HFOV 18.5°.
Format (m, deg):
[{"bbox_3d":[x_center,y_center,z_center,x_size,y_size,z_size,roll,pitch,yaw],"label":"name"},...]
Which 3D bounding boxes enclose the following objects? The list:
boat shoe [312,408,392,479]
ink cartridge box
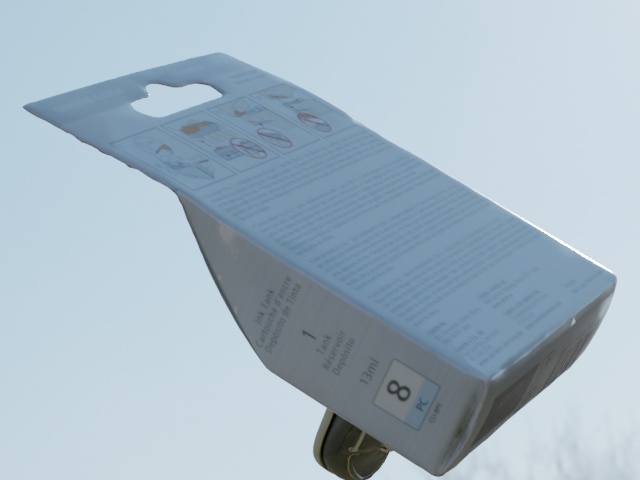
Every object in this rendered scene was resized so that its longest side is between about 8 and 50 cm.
[{"bbox_3d":[0.066,0.204,2.207,0.116,0.099,0.319,-43,-21,-25],"label":"boat shoe"},{"bbox_3d":[0.000,0.000,1.449,0.385,0.091,0.308,30,23,16],"label":"ink cartridge box"}]
